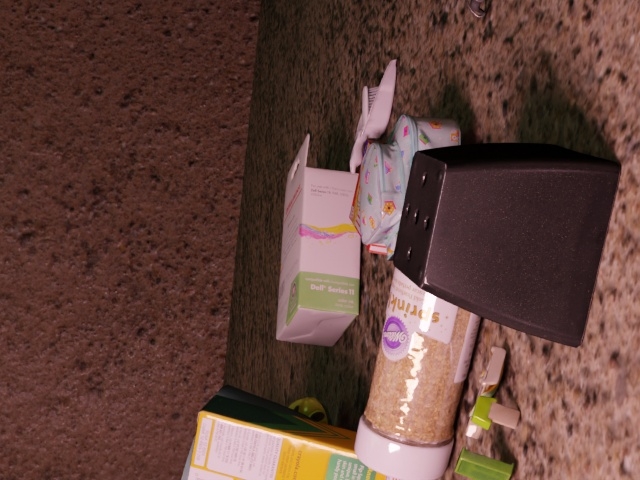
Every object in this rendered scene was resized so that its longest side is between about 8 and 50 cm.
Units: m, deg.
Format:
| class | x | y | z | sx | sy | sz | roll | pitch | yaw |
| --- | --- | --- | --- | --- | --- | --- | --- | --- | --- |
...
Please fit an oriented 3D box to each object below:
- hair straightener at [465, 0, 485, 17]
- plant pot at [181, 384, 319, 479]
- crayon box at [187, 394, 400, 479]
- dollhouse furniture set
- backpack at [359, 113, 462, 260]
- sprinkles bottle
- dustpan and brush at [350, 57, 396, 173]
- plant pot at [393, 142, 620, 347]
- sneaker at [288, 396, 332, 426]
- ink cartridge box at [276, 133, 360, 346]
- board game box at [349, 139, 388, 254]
| class | x | y | z | sx | sy | sz | roll | pitch | yaw |
| --- | --- | --- | --- | --- | --- | --- | --- | --- | --- |
| hair straightener | 0.236 | -0.404 | 1.501 | 0.089 | 0.047 | 0.230 | -94 | 13 | -49 |
| plant pot | -0.076 | 0.402 | 1.811 | 0.293 | 0.235 | 0.293 | 13 | -90 | -80 |
| crayon box | -0.027 | 0.362 | 1.606 | 0.083 | 0.323 | 0.203 | -41 | -36 | -74 |
| dollhouse furniture set | 0.198 | 0.197 | 1.266 | 0.076 | 0.059 | 0.151 | 101 | -170 | -48 |
| backpack | 0.127 | -0.076 | 1.529 | 0.166 | 0.144 | 0.188 | 115 | 164 | -71 |
| sprinkles bottle | 0.134 | 0.113 | 1.397 | 0.121 | 0.121 | 0.355 | -125 | 45 | -74 |
| dustpan and brush | 0.086 | -0.209 | 2.019 | 0.147 | 0.060 | 0.211 | 122 | 154 | -63 |
| plant pot | 0.177 | -0.013 | 1.166 | 0.187 | 0.167 | 0.188 | -133 | 53 | -75 |
| sneaker | -0.012 | 0.421 | 1.998 | 0.123 | 0.109 | 0.295 | -8 | -76 | -72 |
| ink cartridge box | 0.000 | 0.000 | 2.137 | 0.207 | 0.119 | 0.353 | 122 | 153 | -64 |
| board game box | 0.099 | -0.075 | 1.894 | 0.193 | 0.045 | 0.146 | -117 | 37 | -70 |
